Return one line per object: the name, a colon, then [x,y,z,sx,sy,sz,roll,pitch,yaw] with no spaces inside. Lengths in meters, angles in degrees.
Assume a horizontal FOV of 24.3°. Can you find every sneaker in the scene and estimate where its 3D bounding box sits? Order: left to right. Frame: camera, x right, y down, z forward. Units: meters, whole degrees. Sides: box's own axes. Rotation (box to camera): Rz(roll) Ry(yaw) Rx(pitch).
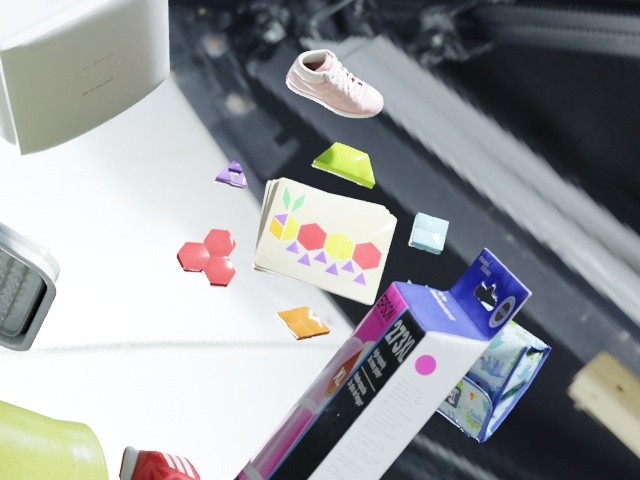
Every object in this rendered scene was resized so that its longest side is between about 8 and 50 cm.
sneaker: [-0.228,0.380,2.102,0.128,0.221,0.087,2,-45,0]
sneaker: [0.023,-0.208,1.958,0.134,0.051,0.070,20,-28,-2]

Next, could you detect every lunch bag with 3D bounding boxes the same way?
lunch bag: [0.199,0.167,1.926,0.129,0.096,0.151,37,-75,29]

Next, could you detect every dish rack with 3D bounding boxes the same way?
dish rack: [-0.545,0.017,2.231,0.333,0.072,0.285,32,-37,-4]

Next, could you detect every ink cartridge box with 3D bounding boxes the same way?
ink cartridge box: [0.045,0.156,1.431,0.069,0.371,0.176,39,6,-15]

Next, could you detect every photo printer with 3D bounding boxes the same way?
photo printer: [-0.314,-0.240,1.889,0.107,0.256,0.307,52,-20,19]

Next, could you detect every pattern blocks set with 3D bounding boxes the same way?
pattern blocks set: [0.000,0.000,1.980,0.325,0.285,0.026,27,-25,-2]

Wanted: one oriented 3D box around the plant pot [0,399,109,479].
plant pot: [-0.447,0.322,1.739,0.366,0.353,0.366,-23,-117,57]
